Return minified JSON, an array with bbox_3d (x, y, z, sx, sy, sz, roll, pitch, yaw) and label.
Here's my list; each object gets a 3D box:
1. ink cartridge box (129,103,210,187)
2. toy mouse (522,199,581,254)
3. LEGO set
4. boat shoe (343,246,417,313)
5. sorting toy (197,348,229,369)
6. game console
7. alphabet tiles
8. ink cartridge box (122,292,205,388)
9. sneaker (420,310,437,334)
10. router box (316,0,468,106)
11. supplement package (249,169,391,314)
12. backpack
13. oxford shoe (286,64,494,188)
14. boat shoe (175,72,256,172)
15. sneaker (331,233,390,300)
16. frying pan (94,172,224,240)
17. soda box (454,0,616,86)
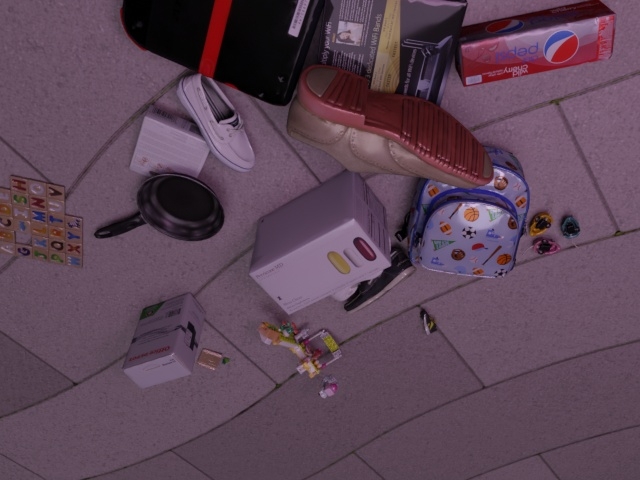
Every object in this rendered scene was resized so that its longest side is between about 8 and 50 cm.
[{"bbox_3d":[-0.316,-0.189,1.247,0.145,0.045,0.179,22,143,-16],"label":"ink cartridge box"},{"bbox_3d":[0.540,-0.015,1.350,0.143,0.031,0.161,21,125,-14],"label":"toy mouse"},{"bbox_3d":[-0.037,0.272,1.535,0.107,0.132,0.287,-34,114,14],"label":"LEGO set"},{"bbox_3d":[0.133,0.103,1.438,0.079,0.084,0.233,54,127,10],"label":"boat shoe"},{"bbox_3d":[-0.300,0.338,1.654,0.083,0.012,0.062,22,120,-10],"label":"sorting toy"},{"bbox_3d":[-0.153,-0.453,0.982,0.341,0.060,0.387,22,126,-3],"label":"game console"},{"bbox_3d":[-0.658,-0.042,1.376,0.198,0.009,0.237,12,127,-7],"label":"alphabet tiles"},{"bbox_3d":[-0.386,0.249,1.465,0.153,0.208,0.087,-19,125,15],"label":"ink cartridge box"},{"bbox_3d":[0.284,0.211,1.535,0.035,0.031,0.083,-20,130,0],"label":"sneaker"},{"bbox_3d":[0.112,-0.317,1.098,0.242,0.081,0.309,7,127,-4],"label":"router box"},{"bbox_3d":[0.000,0.000,1.267,0.261,0.204,0.145,-28,121,22],"label":"supplement package"},{"bbox_3d":[0.307,-0.061,1.223,0.276,0.213,0.264,4,117,2],"label":"backpack"},{"bbox_3d":[0.128,-0.183,1.084,0.396,0.141,0.146,24,141,-8],"label":"oxford shoe"},{"bbox_3d":[-0.193,-0.229,1.162,0.075,0.083,0.226,-10,131,42],"label":"boat shoe"},{"bbox_3d":[0.067,0.053,1.367,0.115,0.090,0.232,23,124,-30],"label":"sneaker"},{"bbox_3d":[-0.350,-0.047,1.338,0.197,0.053,0.326,37,130,-25],"label":"frying pan"},{"bbox_3d":[0.378,-0.354,1.056,0.263,0.092,0.084,-8,126,8],"label":"soda box"}]
